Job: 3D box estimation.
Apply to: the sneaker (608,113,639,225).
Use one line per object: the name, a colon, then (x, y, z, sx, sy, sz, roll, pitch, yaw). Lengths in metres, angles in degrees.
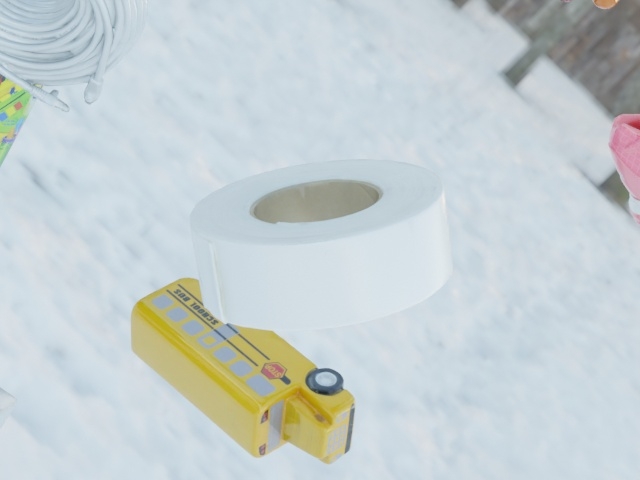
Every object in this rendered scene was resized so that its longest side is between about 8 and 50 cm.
sneaker: (0.423, -0.123, 1.462, 0.136, 0.313, 0.116, 57, 21, -18)

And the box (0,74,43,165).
box: (-0.513, -0.227, 2.005, 0.177, 0.279, 0.290, 36, 15, 15)

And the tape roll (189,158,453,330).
tape roll: (0.000, 0.000, 1.665, 0.286, 0.286, 0.100, -91, 174, -70)

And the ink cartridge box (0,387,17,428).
ink cartridge box: (-0.606, 0.175, 1.820, 0.395, 0.166, 0.285, 34, 11, 2)

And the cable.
cable: (-0.305, -0.278, 1.606, 0.257, 0.257, 0.089, 29, 46, -17)

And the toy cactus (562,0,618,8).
toy cactus: (0.208, -0.267, 1.088, 0.112, 0.180, 0.219, 31, -4, 18)

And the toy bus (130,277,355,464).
toy bus: (-0.104, 0.181, 2.042, 0.130, 0.108, 0.332, -27, 49, -36)
